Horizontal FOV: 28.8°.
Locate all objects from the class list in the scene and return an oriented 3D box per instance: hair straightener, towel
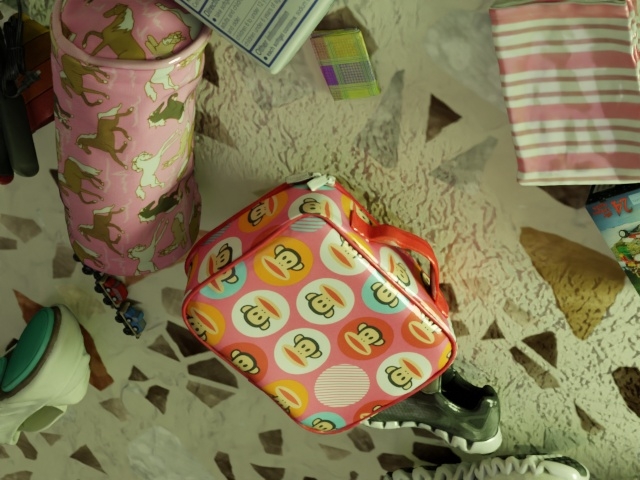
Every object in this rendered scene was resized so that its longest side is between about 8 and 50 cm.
[{"bbox_3d":[-0.335,-0.181,1.375,0.089,0.047,0.230,-9,81,31],"label":"hair straightener"},{"bbox_3d":[0.246,-0.142,1.219,0.144,0.029,0.197,-1,116,28],"label":"towel"},{"bbox_3d":[0.027,-0.188,1.325,0.060,0.009,0.083,-3,126,28],"label":"towel"}]

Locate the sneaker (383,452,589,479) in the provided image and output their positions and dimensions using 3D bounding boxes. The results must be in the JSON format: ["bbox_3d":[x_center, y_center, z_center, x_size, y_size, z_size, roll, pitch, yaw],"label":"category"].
[{"bbox_3d":[0.212,0.331,1.568,0.292,0.118,0.110,-19,160,41],"label":"sneaker"}]

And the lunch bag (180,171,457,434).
[{"bbox_3d":[0.014,0.069,1.418,0.258,0.120,0.293,-34,120,19],"label":"lunch bag"}]

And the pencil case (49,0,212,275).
[{"bbox_3d":[-0.202,-0.122,1.343,0.160,0.167,0.386,8,146,-2],"label":"pencil case"}]

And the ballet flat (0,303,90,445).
[{"bbox_3d":[-0.409,0.203,1.802,0.139,0.139,0.400,42,137,-10],"label":"ballet flat"}]

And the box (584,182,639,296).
[{"bbox_3d":[0.407,-0.018,1.251,0.233,0.044,0.159,-19,116,37],"label":"box"}]

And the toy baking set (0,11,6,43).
[{"bbox_3d":[-0.446,-0.219,1.525,0.196,0.030,0.256,18,139,4],"label":"toy baking set"}]

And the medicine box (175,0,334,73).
[{"bbox_3d":[-0.069,-0.352,1.141,0.289,0.149,0.263,37,134,-5],"label":"medicine box"}]

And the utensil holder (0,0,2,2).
[{"bbox_3d":[-0.477,-0.331,1.244,0.385,0.327,0.328,-16,118,34],"label":"utensil holder"}]

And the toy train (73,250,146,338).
[{"bbox_3d":[-0.279,0.068,1.679,0.036,0.027,0.158,-18,117,24],"label":"toy train"}]

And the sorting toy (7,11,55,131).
[{"bbox_3d":[-0.410,-0.158,1.488,0.365,0.127,0.126,-26,100,32],"label":"sorting toy"}]

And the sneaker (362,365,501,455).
[{"bbox_3d":[0.118,0.187,1.547,0.234,0.078,0.106,15,129,11],"label":"sneaker"}]
